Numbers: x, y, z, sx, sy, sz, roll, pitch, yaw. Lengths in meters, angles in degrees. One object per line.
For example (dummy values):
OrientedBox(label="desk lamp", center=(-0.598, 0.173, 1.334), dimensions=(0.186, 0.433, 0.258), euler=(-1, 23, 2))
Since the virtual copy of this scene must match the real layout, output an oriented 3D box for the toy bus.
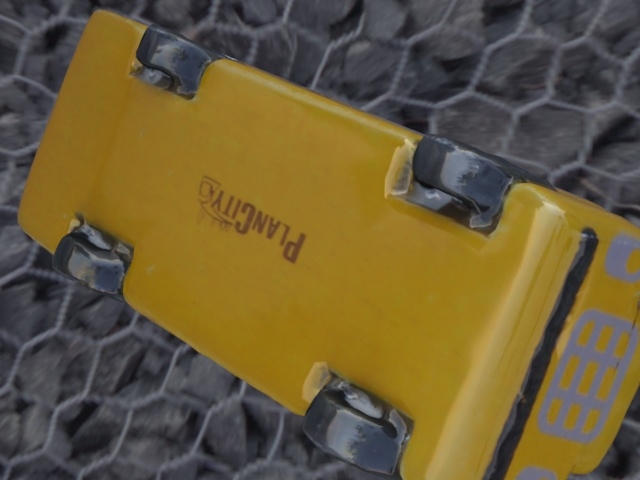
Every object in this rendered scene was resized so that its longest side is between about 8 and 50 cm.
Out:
OrientedBox(label="toy bus", center=(0.000, 0.000, 0.688), dimensions=(0.130, 0.332, 0.108), euler=(19, 95, -40))
